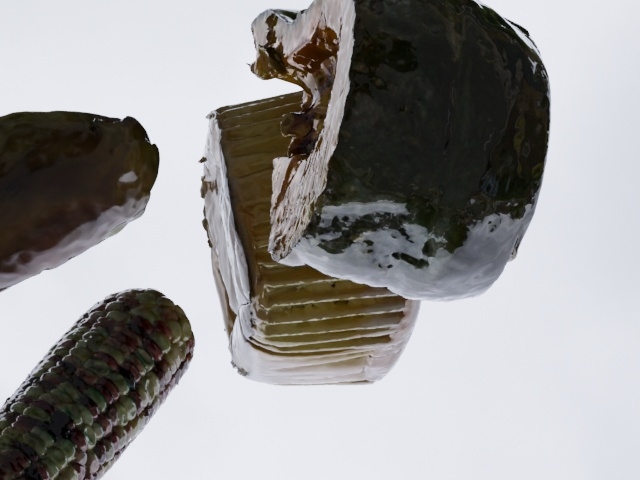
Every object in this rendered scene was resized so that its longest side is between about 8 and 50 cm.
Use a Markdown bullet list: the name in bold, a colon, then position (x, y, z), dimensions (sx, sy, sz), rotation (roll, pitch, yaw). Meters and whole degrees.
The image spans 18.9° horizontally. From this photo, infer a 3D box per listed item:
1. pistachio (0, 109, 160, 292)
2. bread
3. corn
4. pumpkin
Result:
- **pistachio**: position (-0.170, -0.021, 1.049), dimensions (0.173, 0.049, 0.089), rotation (-27, -84, -4)
- **bread**: position (0.000, 0.000, 1.433), dimensions (0.156, 0.288, 0.204), rotation (-7, -112, -8)
- **corn**: position (-0.168, 0.124, 1.256), dimensions (0.086, 0.086, 0.253), rotation (20, -138, 16)
- **pumpkin**: position (0.035, -0.061, 1.211), dimensions (0.139, 0.280, 0.190), rotation (9, -93, -16)
